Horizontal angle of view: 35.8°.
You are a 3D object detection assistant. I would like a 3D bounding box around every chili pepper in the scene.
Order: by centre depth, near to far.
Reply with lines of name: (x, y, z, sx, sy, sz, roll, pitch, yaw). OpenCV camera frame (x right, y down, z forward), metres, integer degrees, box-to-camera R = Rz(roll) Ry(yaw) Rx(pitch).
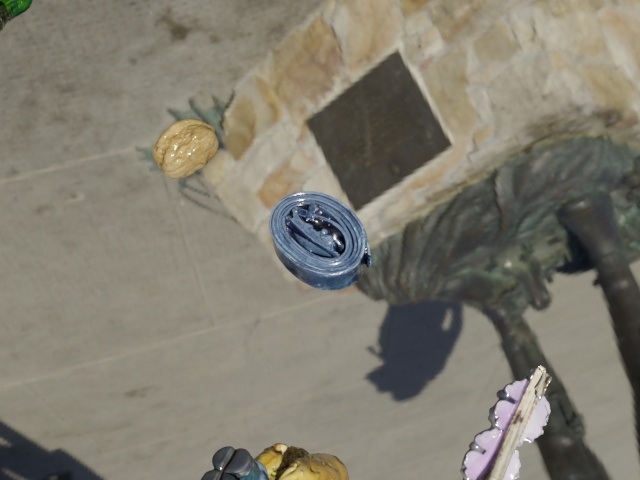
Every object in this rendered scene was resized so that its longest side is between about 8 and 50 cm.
chili pepper: (-0.474, -0.328, 1.432, 0.182, 0.050, 0.073, -73, -171, -75)

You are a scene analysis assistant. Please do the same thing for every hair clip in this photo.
hair clip: (0.307, 0.339, 1.651, 0.106, 0.292, 0.084, 28, 165, 1)

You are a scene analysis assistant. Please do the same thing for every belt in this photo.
belt: (0.000, 0.000, 1.720, 0.141, 0.190, 0.082, -43, 158, -17)

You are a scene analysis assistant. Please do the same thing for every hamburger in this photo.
hamburger: (-0.062, 0.497, 1.711, 0.158, 0.318, 0.318, 21, 171, 24)

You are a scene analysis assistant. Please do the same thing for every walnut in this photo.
walnut: (-0.189, -0.132, 1.401, 0.096, 0.079, 0.082, -37, 134, -11)

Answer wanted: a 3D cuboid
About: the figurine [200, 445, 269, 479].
figurine: (-0.053, 0.216, 0.782, 0.079, 0.077, 0.136, -5, 136, 42)
